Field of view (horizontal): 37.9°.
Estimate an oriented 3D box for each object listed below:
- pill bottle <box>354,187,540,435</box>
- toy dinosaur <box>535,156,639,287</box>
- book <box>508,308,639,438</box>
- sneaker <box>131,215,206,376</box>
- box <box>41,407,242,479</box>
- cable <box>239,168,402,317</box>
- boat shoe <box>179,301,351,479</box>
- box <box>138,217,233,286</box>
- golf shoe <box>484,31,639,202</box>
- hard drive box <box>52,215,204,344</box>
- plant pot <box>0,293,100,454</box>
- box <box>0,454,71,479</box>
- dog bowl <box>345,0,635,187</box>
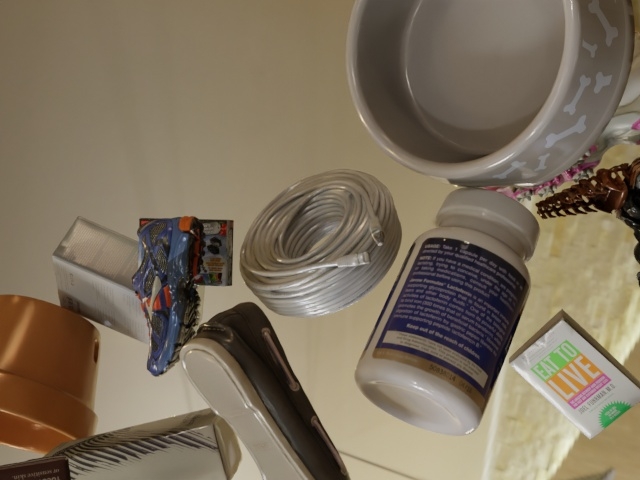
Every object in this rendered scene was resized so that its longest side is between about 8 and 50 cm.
[{"bbox_3d":[0.156,0.078,1.089,0.265,0.153,0.153,-63,-33,-23],"label":"pill bottle"},{"bbox_3d":[0.440,-0.034,1.197,0.218,0.321,0.164,-103,-5,-45],"label":"toy dinosaur"},{"bbox_3d":[0.322,0.170,1.175,0.096,0.144,0.035,-47,3,23],"label":"book"},{"bbox_3d":[-0.208,0.072,1.237,0.083,0.087,0.221,-21,-61,-76],"label":"sneaker"},{"bbox_3d":[-0.261,0.323,1.357,0.113,0.275,0.094,-48,-57,-83],"label":"box"},{"bbox_3d":[0.000,0.000,1.411,0.089,0.257,0.257,53,-152,-34],"label":"cable"},{"bbox_3d":[-0.024,0.217,1.005,0.095,0.112,0.335,-42,-71,-39],"label":"boat shoe"},{"bbox_3d":[-0.190,0.016,1.314,0.027,0.136,0.094,-1,-87,-73],"label":"box"},{"bbox_3d":[0.339,-0.160,1.231,0.306,0.140,0.115,-27,-21,2],"label":"golf shoe"},{"bbox_3d":[-0.316,0.082,1.552,0.181,0.232,0.089,107,-173,-58],"label":"hard drive box"},{"bbox_3d":[-0.497,0.222,1.570,0.291,0.290,0.204,53,-135,-53],"label":"plant pot"},{"bbox_3d":[-0.371,0.367,1.051,0.167,0.168,0.203,-3,-109,-31],"label":"box"},{"bbox_3d":[0.176,-0.225,1.085,0.102,0.348,0.349,-3,-76,-50],"label":"dog bowl"}]
